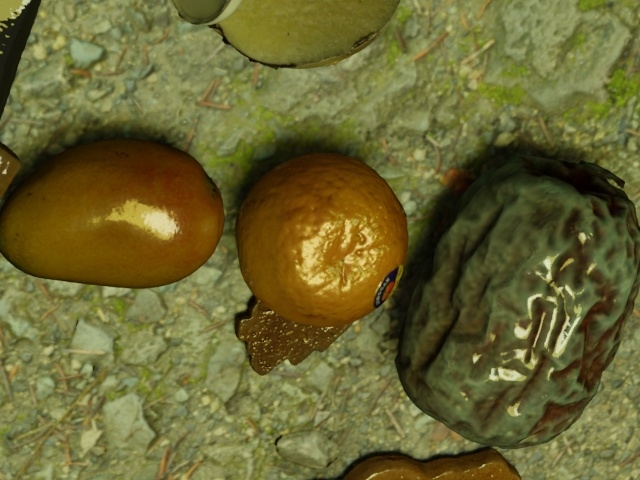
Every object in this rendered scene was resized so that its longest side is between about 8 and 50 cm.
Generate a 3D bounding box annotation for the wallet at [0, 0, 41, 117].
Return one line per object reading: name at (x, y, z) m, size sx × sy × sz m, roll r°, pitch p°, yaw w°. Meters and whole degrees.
wallet at (-0.340, -0.177, 1.686) m, size 0.124 × 0.025 × 0.244 m, roll 14°, pitch 114°, yaw -21°

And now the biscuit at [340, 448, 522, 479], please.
biscuit at (0.086, 0.322, 2.092) m, size 0.295 × 0.044 × 0.186 m, roll 2°, pitch 113°, yaw -21°

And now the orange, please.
orange at (0.001, -0.001, 1.821) m, size 0.177 × 0.155 × 0.178 m, roll -13°, pitch 122°, yaw -21°

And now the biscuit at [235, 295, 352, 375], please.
biscuit at (-0.028, 0.088, 1.939) m, size 0.129 × 0.019 × 0.119 m, roll -2°, pitch 118°, yaw -17°

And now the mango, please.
mango at (-0.202, -0.026, 1.760) m, size 0.221 × 0.120 × 0.152 m, roll 3°, pitch 118°, yaw -11°

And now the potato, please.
potato at (-0.021, -0.227, 1.713) m, size 0.202 × 0.182 × 0.117 m, roll -15°, pitch 163°, yaw 0°

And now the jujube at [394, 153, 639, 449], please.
jujube at (0.212, 0.067, 1.902) m, size 0.226 × 0.226 × 0.317 m, roll 17°, pitch 106°, yaw -26°

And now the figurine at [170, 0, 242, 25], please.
figurine at (-0.045, -0.312, 1.651) m, size 0.141 × 0.166 × 0.250 m, roll 4°, pitch 104°, yaw -40°

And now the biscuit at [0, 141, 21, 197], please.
biscuit at (-0.430, -0.051, 1.688) m, size 0.301 × 0.043 × 0.278 m, roll -14°, pitch 114°, yaw -4°
